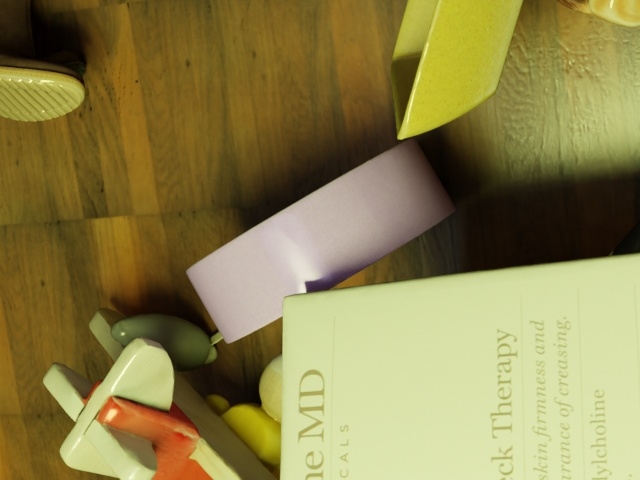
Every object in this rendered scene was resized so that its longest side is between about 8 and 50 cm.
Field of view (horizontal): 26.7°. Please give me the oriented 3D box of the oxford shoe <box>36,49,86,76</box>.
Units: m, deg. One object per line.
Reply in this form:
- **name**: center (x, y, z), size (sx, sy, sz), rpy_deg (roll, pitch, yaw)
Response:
- **oxford shoe**: center (-0.386, -0.207, 1.604), size (0.227, 0.083, 0.096), rpy_deg (-7, 88, 18)

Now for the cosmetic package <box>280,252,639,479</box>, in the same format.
- **cosmetic package**: center (0.211, 0.213, 1.201), size (0.393, 0.327, 0.329), rpy_deg (-8, 74, 32)

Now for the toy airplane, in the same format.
- **toy airplane**: center (-0.106, 0.206, 1.446), size (0.272, 0.384, 0.386), rpy_deg (-41, 91, -9)

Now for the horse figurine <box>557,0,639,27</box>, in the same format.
- **horse figurine**: center (0.327, -0.264, 1.296), size (0.263, 0.066, 0.174), rpy_deg (-2, 124, 14)

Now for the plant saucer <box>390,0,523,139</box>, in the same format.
- **plant saucer**: center (0.148, -0.278, 1.255), size (0.081, 0.333, 0.333), rpy_deg (14, 109, -4)

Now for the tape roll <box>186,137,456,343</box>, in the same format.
- **tape roll**: center (0.000, 0.000, 1.387), size (0.274, 0.275, 0.090), rpy_deg (-31, 90, 25)

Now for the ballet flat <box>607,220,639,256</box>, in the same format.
- **ballet flat**: center (0.307, 0.071, 1.394), size (0.074, 0.074, 0.203), rpy_deg (7, 108, 21)

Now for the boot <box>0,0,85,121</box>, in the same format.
- **boot**: center (-0.355, -0.244, 1.529), size (0.248, 0.090, 0.207), rpy_deg (5, 62, 20)
